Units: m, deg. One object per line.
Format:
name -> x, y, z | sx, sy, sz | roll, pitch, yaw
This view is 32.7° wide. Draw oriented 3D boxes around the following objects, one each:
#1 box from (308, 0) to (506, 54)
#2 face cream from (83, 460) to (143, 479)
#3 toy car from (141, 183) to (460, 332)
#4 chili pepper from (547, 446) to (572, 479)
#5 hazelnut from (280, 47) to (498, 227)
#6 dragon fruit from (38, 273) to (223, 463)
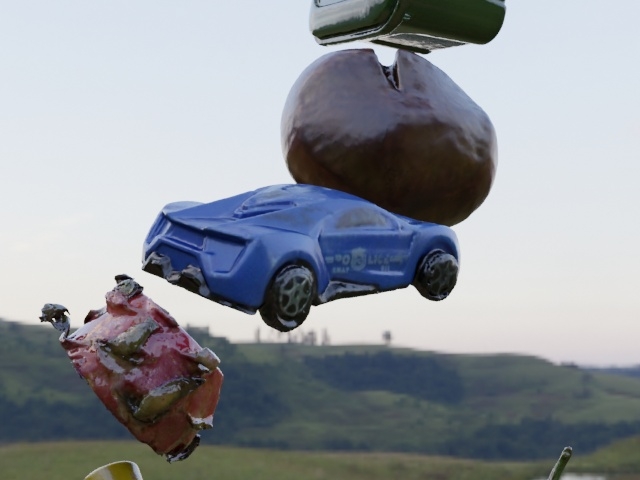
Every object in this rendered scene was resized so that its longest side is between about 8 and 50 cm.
box -> 0.123, -0.381, 1.303 | 0.177, 0.329, 0.252 | 13, 0, -25
face cream -> -0.224, 0.413, 1.362 | 0.078, 0.273, 0.078 | -20, -31, -12
toy car -> 0.000, 0.000, 0.627 | 0.103, 0.063, 0.216 | 18, 18, 42
chili pepper -> 0.107, 0.260, 0.777 | 0.063, 0.272, 0.071 | 29, -17, 36
hazelnut -> 0.061, -0.081, 1.005 | 0.204, 0.178, 0.178 | 13, -8, -5
dragon fruit -> -0.219, 0.153, 1.400 | 0.147, 0.282, 0.211 | -38, 18, -5
